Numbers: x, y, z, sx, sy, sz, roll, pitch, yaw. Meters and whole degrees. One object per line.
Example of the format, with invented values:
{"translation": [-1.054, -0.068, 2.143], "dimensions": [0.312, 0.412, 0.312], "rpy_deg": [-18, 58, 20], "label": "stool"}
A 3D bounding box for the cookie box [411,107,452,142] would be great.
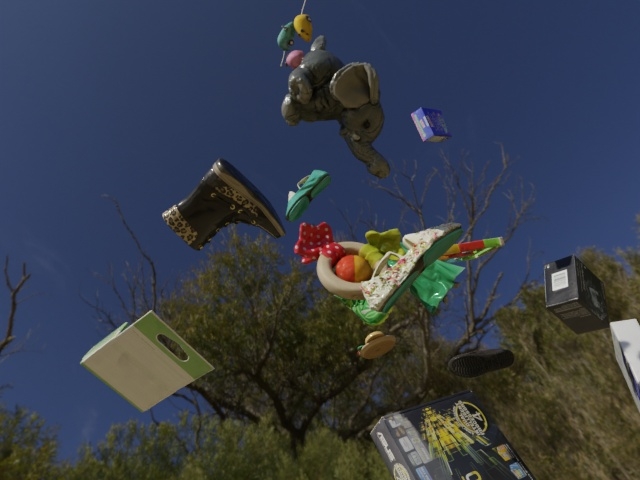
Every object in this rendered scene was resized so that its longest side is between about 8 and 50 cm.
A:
{"translation": [0.320, -0.330, 1.233], "dimensions": [0.107, 0.092, 0.040], "rpy_deg": [-10, -14, -45], "label": "cookie box"}

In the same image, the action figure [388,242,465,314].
{"translation": [0.243, 0.072, 1.111], "dimensions": [0.137, 0.232, 0.063], "rpy_deg": [-53, -38, 0], "label": "action figure"}

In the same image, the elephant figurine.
{"translation": [0.060, -0.264, 0.850], "dimensions": [0.239, 0.169, 0.186], "rpy_deg": [21, -54, 7], "label": "elephant figurine"}

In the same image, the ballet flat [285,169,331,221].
{"translation": [-0.064, -0.170, 1.593], "dimensions": [0.247, 0.087, 0.083], "rpy_deg": [-49, -30, -18], "label": "ballet flat"}

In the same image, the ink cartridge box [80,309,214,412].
{"translation": [-0.339, 0.234, 0.858], "dimensions": [0.235, 0.056, 0.171], "rpy_deg": [-35, -72, 21], "label": "ink cartridge box"}

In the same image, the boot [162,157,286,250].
{"translation": [-0.321, -0.073, 1.490], "dimensions": [0.284, 0.138, 0.377], "rpy_deg": [-37, -45, 6], "label": "boot"}

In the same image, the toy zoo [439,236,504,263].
{"translation": [0.440, 0.048, 1.457], "dimensions": [0.293, 0.030, 0.192], "rpy_deg": [-8, -15, -10], "label": "toy zoo"}

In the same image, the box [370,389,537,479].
{"translation": [0.344, 0.569, 0.998], "dimensions": [0.318, 0.395, 0.097], "rpy_deg": [-3, -48, -29], "label": "box"}

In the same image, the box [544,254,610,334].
{"translation": [0.720, 0.153, 1.212], "dimensions": [0.158, 0.156, 0.093], "rpy_deg": [37, -40, -19], "label": "box"}

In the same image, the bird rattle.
{"translation": [0.066, 0.044, 0.976], "dimensions": [0.253, 0.207, 0.143], "rpy_deg": [10, -52, -9], "label": "bird rattle"}

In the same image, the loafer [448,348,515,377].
{"translation": [0.551, 0.422, 1.485], "dimensions": [0.220, 0.078, 0.080], "rpy_deg": [-8, -95, 4], "label": "loafer"}

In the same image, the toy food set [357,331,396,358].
{"translation": [0.113, 0.213, 0.870], "dimensions": [0.083, 0.020, 0.082], "rpy_deg": [10, -49, -38], "label": "toy food set"}

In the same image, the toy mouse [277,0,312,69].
{"translation": [-0.067, -0.437, 0.966], "dimensions": [0.031, 0.161, 0.143], "rpy_deg": [-2, -13, -35], "label": "toy mouse"}

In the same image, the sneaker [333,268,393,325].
{"translation": [0.104, 0.172, 1.339], "dimensions": [0.123, 0.295, 0.109], "rpy_deg": [30, -92, -38], "label": "sneaker"}

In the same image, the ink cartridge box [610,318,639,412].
{"translation": [0.748, 0.356, 0.966], "dimensions": [0.065, 0.333, 0.165], "rpy_deg": [-16, -54, 25], "label": "ink cartridge box"}

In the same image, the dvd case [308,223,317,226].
{"translation": [0.000, 0.000, 1.262], "dimensions": [0.013, 0.119, 0.087], "rpy_deg": [-41, -10, 16], "label": "dvd case"}

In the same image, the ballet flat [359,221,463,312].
{"translation": [0.169, 0.035, 0.823], "dimensions": [0.241, 0.077, 0.091], "rpy_deg": [-43, -27, -10], "label": "ballet flat"}
